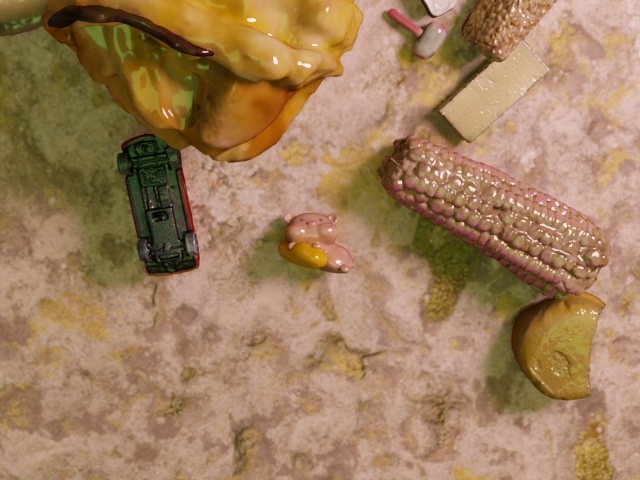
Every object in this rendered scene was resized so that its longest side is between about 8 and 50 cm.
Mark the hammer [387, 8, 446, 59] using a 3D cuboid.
[{"bbox_3d":[0.124,-0.281,1.454,0.083,0.031,0.052,35,100,-5],"label":"hammer"}]

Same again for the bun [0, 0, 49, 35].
[{"bbox_3d":[-0.389,-0.402,1.343,0.287,0.146,0.287,-4,108,-12],"label":"bun"}]

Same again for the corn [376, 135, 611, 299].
[{"bbox_3d":[0.238,-0.038,1.491,0.335,0.126,0.127,31,104,-6],"label":"corn"}]

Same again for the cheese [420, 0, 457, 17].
[{"bbox_3d":[0.109,-0.398,1.405,0.127,0.050,0.235,-31,107,5],"label":"cheese"}]

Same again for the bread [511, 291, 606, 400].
[{"bbox_3d":[0.338,0.149,1.565,0.125,0.086,0.156,8,104,3],"label":"bread"}]

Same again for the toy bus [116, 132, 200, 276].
[{"bbox_3d":[-0.214,-0.054,1.483,0.081,0.089,0.195,-9,108,2],"label":"toy bus"}]

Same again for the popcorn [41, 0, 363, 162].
[{"bbox_3d":[-0.142,-0.262,1.277,0.349,0.381,0.349,10,108,35],"label":"popcorn"}]

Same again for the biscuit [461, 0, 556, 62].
[{"bbox_3d":[0.256,-0.313,1.422,0.070,0.082,0.168,29,103,-30],"label":"biscuit"}]

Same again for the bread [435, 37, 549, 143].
[{"bbox_3d":[0.233,-0.204,1.480,0.153,0.028,0.068,-43,104,10],"label":"bread"}]

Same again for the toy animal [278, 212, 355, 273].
[{"bbox_3d":[0.000,0.000,1.511,0.114,0.091,0.082,16,92,-5],"label":"toy animal"}]
